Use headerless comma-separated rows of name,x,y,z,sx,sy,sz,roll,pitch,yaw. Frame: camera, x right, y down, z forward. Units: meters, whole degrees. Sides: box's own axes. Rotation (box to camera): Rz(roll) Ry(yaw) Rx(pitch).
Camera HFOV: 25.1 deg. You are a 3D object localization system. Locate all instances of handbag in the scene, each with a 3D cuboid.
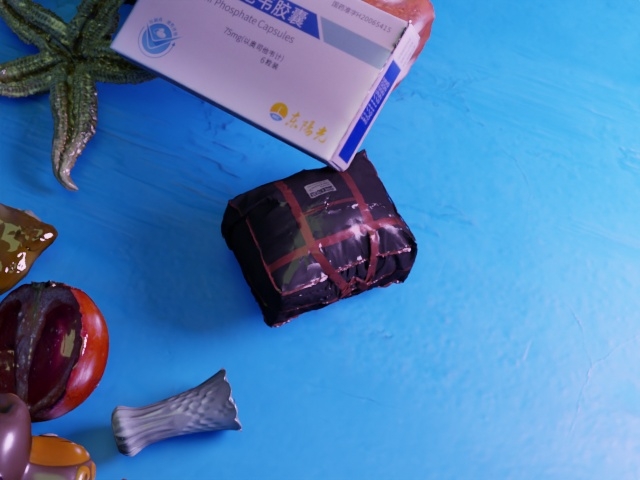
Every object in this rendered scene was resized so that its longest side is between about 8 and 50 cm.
handbag,0.000,0.000,1.788,0.215,0.155,0.169,-20,65,-19

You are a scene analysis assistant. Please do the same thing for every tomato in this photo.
tomato,-0.322,0.140,1.743,0.189,0.099,0.173,-1,73,42

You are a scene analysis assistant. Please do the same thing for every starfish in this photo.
starfish,-0.343,-0.265,1.939,0.347,0.078,0.358,-44,70,5

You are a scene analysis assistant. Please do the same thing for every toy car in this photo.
toy car,-0.394,0.329,1.573,0.240,0.271,0.340,21,65,-14

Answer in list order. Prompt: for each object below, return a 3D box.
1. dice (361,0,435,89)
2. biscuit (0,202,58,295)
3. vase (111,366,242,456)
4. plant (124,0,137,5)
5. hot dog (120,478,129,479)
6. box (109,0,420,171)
dice,0.040,-0.285,1.925,0.179,0.175,0.174,36,66,16
biscuit,-0.503,-0.030,1.831,0.335,0.078,0.329,-1,67,0
vase,-0.175,0.211,1.721,0.149,0.081,0.081,-16,65,-6
plant,-0.230,-0.457,2.016,0.142,0.164,0.256,34,78,14
hot dog,-0.237,0.399,1.612,0.123,0.093,0.261,16,47,7
box,-0.072,-0.248,1.797,0.343,0.065,0.200,29,86,20
